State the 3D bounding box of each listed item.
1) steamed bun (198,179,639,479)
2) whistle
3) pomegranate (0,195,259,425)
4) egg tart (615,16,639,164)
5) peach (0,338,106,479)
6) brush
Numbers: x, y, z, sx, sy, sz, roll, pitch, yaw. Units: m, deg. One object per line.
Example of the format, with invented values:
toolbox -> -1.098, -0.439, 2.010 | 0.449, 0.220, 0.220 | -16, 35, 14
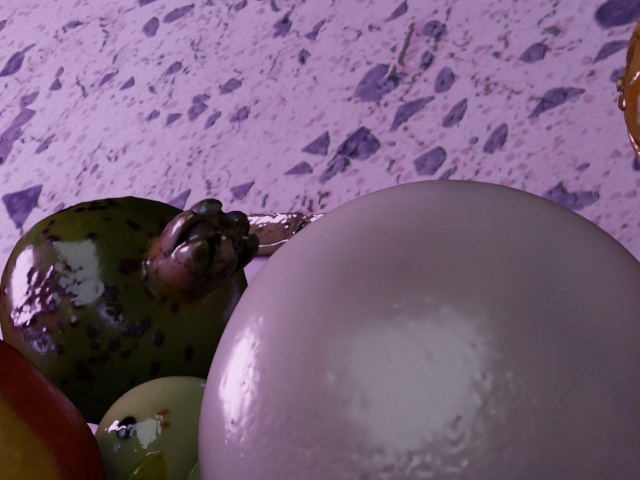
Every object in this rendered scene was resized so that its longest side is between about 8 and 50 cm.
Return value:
steamed bun -> 0.075, 0.113, 1.161 | 0.324, 0.206, 0.324 | -10, 60, 18
whistle -> -0.069, 0.186, 1.341 | 0.141, 0.141, 0.294 | -46, 38, -12
pomegranate -> -0.139, 0.043, 1.484 | 0.248, 0.202, 0.202 | -43, 24, 46
egg tart -> 0.359, -0.108, 1.330 | 0.297, 0.132, 0.297 | -12, 56, 18
peach -> -0.274, 0.230, 1.314 | 0.306, 0.242, 0.380 | -63, 6, -36
brush -> 0.000, 0.000, 1.571 | 0.248, 0.036, 0.043 | -2, 44, 46
